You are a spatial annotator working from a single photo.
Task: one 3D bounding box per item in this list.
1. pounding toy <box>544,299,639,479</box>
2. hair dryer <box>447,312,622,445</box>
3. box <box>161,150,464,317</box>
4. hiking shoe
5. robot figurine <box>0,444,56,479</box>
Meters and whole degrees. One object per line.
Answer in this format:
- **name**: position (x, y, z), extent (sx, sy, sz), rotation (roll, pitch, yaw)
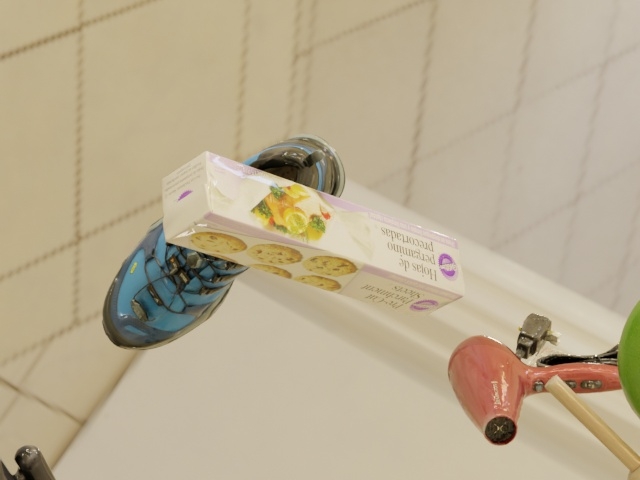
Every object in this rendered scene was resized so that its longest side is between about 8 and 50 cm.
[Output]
- **pounding toy**: position (0.357, 0.136, 1.477), extent (0.237, 0.183, 0.110), rotation (-39, -171, 3)
- **hair dryer**: position (0.250, 0.142, 1.755), extent (0.293, 0.223, 0.080), rotation (-31, 116, -44)
- **box**: position (0.000, 0.000, 1.435), extent (0.324, 0.067, 0.063), rotation (19, 55, -42)
- **hiking shoe**: position (-0.114, -0.002, 1.588), extent (0.304, 0.113, 0.132), rotation (-43, 173, 9)
- **robot figurine**: position (-0.441, 0.356, 1.970), extent (0.174, 0.209, 0.278), rotation (-89, 164, -45)
